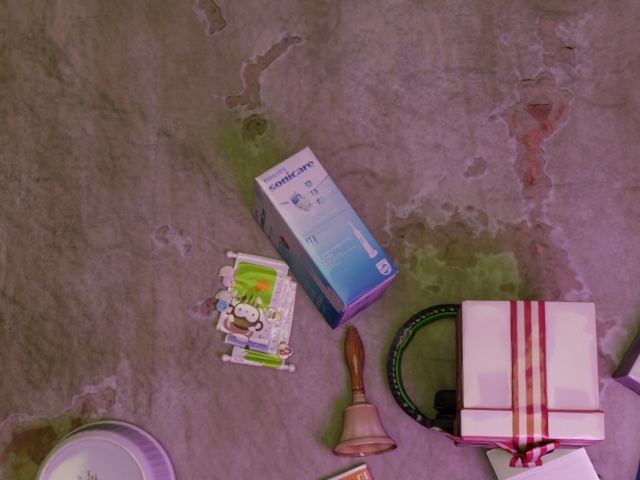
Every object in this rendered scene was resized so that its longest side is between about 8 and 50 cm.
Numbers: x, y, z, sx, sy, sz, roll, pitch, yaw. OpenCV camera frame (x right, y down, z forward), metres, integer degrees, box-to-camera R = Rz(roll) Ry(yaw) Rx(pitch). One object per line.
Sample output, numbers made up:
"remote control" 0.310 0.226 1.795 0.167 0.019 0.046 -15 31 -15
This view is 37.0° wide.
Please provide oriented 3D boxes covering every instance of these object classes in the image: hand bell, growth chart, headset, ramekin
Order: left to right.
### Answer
"ramekin" -0.416 0.477 1.813 0.272 0.127 0.273 0 80 2
"growth chart" -0.128 0.140 1.915 0.171 0.021 0.237 3 78 3
"hand bell" 0.071 0.286 1.851 0.126 0.126 0.242 -7 67 2
"headset" 0.317 0.288 1.830 0.394 0.185 0.243 32 87 23

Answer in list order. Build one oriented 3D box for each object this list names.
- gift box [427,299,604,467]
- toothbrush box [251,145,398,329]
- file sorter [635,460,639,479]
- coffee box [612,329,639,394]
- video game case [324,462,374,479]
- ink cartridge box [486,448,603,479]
"gift box" 0.322 0.250 1.622 0.276 0.255 0.258 -2 74 9
"toothbrush box" 0.000 0.000 1.829 0.126 0.216 0.296 -32 80 -14
"file sorter" 0.643 0.487 1.763 0.104 0.118 0.170 17 81 3
"coffee box" 0.731 0.267 1.798 0.297 0.119 0.168 32 81 8
"video game case" 0.050 0.597 1.819 0.204 0.025 0.285 -23 80 -1
"ink cartridge box" 0.426 0.457 1.724 0.171 0.056 0.235 -26 78 13
